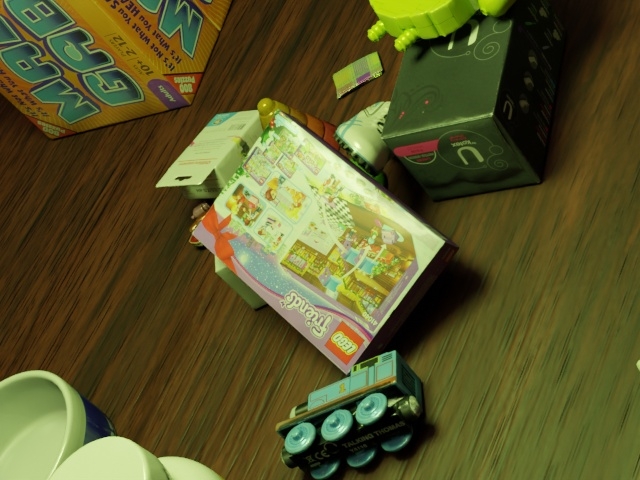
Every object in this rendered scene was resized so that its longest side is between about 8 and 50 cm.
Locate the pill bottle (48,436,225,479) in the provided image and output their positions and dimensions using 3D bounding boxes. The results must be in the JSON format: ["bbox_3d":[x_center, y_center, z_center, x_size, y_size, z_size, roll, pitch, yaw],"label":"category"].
[{"bbox_3d":[-0.127,0.335,1.185,0.188,0.334,0.188,-23,44,23],"label":"pill bottle"}]

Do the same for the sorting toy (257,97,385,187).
[{"bbox_3d":[-0.003,-0.103,1.643,0.127,0.126,0.365,-41,38,2],"label":"sorting toy"}]

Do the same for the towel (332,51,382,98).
[{"bbox_3d":[0.057,-0.255,1.820,0.083,0.009,0.060,-29,40,16],"label":"towel"}]

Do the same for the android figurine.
[{"bbox_3d":[0.173,-0.352,1.546,0.273,0.056,0.248,-47,38,-10],"label":"android figurine"}]

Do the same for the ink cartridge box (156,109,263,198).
[{"bbox_3d":[-0.156,-0.119,1.805,0.104,0.062,0.181,-1,41,40],"label":"ink cartridge box"}]

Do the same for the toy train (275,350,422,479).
[{"bbox_3d":[0.035,0.205,1.375,0.184,0.080,0.105,-26,33,23],"label":"toy train"}]

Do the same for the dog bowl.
[{"bbox_3d":[-0.409,0.317,1.620,0.265,0.104,0.265,-23,43,23],"label":"dog bowl"}]

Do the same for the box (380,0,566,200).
[{"bbox_3d":[0.206,-0.208,1.548,0.165,0.143,0.270,-10,50,34],"label":"box"}]

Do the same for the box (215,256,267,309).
[{"bbox_3d":[-0.078,0.020,1.612,0.101,0.102,0.087,-25,44,19],"label":"box"}]

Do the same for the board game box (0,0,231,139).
[{"bbox_3d":[-0.415,-0.452,2.117,0.356,0.356,0.356,-9,51,34],"label":"board game box"}]

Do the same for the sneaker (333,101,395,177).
[{"bbox_3d":[0.081,-0.145,1.570,0.086,0.085,0.237,-44,1,20],"label":"sneaker"}]

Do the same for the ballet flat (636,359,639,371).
[{"bbox_3d":[0.347,0.118,1.225,0.041,0.041,0.114,-9,50,35],"label":"ballet flat"}]

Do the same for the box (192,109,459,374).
[{"bbox_3d":[0.000,0.000,1.473,0.293,0.057,0.201,41,101,25],"label":"box"}]

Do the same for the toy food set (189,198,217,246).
[{"bbox_3d":[-0.168,-0.033,1.800,0.078,0.019,0.122,-12,48,32],"label":"toy food set"}]
